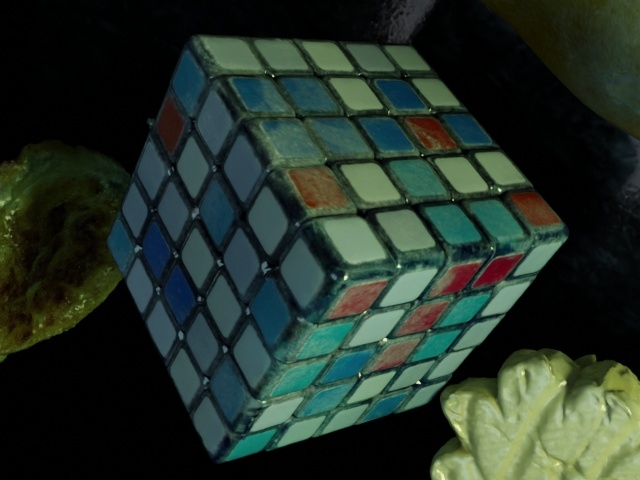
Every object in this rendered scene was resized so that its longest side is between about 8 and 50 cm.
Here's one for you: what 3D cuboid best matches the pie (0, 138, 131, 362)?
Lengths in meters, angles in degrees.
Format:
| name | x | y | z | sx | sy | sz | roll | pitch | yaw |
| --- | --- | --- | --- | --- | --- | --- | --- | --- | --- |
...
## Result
| name | x | y | z | sx | sy | sz | roll | pitch | yaw |
| --- | --- | --- | --- | --- | --- | --- | --- | --- | --- |
| pie | -0.380 | 0.027 | 1.210 | 0.103 | 0.288 | 0.354 | 34 | 126 | 21 |

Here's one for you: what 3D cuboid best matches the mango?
| name | x | y | z | sx | sy | sz | roll | pitch | yaw |
| --- | --- | --- | --- | --- | --- | --- | --- | --- | --- |
| mango | 0.259 | -0.194 | 0.699 | 0.384 | 0.199 | 0.221 | 35 | 154 | 37 |

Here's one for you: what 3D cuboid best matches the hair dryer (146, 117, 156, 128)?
| name | x | y | z | sx | sy | sz | roll | pitch | yaw |
| --- | --- | --- | --- | --- | --- | --- | --- | --- | --- |
| hair dryer | -0.156 | -0.117 | 1.146 | 0.198 | 0.057 | 0.100 | 28 | 125 | 34 |

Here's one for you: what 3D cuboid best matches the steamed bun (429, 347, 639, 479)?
| name | x | y | z | sx | sy | sz | roll | pitch | yaw |
| --- | --- | --- | --- | --- | --- | --- | --- | --- | --- |
| steamed bun | 0.273 | 0.240 | 0.935 | 0.295 | 0.137 | 0.292 | -28 | 89 | 33 |

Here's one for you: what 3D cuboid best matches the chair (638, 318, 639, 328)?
| name | x | y | z | sx | sy | sz | roll | pitch | yaw |
| --- | --- | --- | --- | --- | --- | --- | --- | --- | --- |
| chair | 0.451 | 0.069 | 0.713 | 0.319 | 0.160 | 0.186 | 33 | 121 | 21 |

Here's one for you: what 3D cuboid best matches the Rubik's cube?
| name | x | y | z | sx | sy | sz | roll | pitch | yaw |
| --- | --- | --- | --- | --- | --- | --- | --- | --- | --- |
| Rubik's cube | 0.000 | 0.000 | 0.874 | 0.293 | 0.287 | 0.292 | 56 | 134 | 30 |
